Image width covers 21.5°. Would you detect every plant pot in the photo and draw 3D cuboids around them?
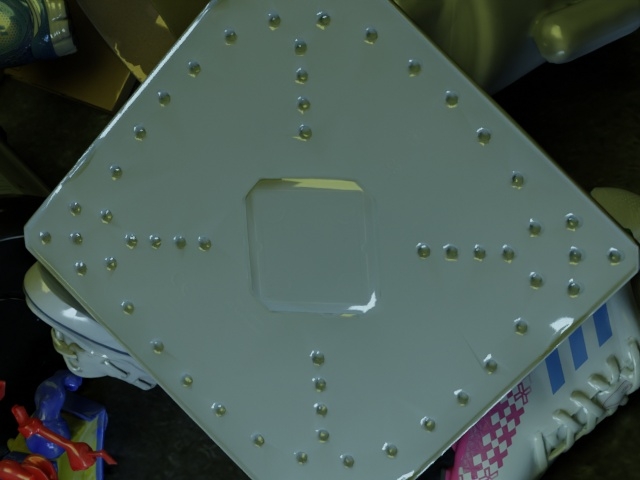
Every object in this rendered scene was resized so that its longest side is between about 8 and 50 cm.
[{"bbox_3d":[-0.126,-0.278,1.670,0.191,0.284,0.284,-38,58,-13],"label":"plant pot"}]

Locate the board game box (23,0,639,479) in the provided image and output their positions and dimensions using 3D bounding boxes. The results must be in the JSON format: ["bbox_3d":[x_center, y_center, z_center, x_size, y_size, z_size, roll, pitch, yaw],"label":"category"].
[{"bbox_3d":[0.000,0.000,1.389,0.390,0.050,0.390,45,114,4],"label":"board game box"}]

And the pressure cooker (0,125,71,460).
[{"bbox_3d":[-0.453,0.004,1.654,0.375,0.370,0.420,-47,63,-1],"label":"pressure cooker"}]

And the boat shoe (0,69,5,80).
[{"bbox_3d":[-0.369,-0.248,1.875,0.073,0.073,0.207,13,77,32],"label":"boat shoe"}]

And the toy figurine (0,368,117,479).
[{"bbox_3d":[-0.237,0.253,1.603,0.191,0.217,0.362,12,121,15],"label":"toy figurine"}]

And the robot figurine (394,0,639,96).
[{"bbox_3d":[0.139,-0.237,1.503,0.300,0.199,0.353,31,44,27],"label":"robot figurine"}]

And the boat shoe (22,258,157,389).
[{"bbox_3d":[-0.203,0.091,1.563,0.084,0.258,0.095,-40,56,10],"label":"boat shoe"}]

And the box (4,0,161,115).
[{"bbox_3d":[-0.242,-0.248,1.842,0.164,0.021,0.201,21,82,30],"label":"box"}]

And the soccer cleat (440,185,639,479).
[{"bbox_3d":[0.218,0.112,1.438,0.143,0.116,0.331,21,83,25],"label":"soccer cleat"}]

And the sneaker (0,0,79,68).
[{"bbox_3d":[-0.385,-0.301,1.789,0.147,0.129,0.330,-25,55,-14],"label":"sneaker"}]
